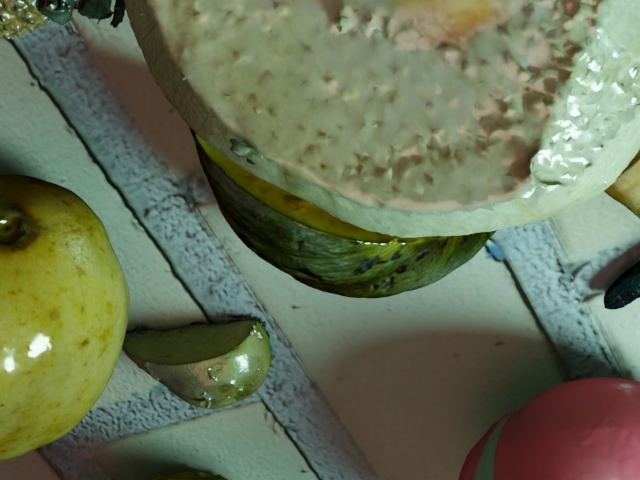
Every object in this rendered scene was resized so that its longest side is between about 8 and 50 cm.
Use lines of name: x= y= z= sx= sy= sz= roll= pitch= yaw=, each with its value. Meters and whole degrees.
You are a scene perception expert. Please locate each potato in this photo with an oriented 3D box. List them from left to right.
potato: x=-0.139 y=0.150 z=1.282 sx=0.172 sy=0.089 sz=0.100 roll=-5 pitch=126 yaw=16

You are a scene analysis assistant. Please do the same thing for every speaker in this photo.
speaker: x=0.276 y=0.283 z=1.163 sx=0.294 sy=0.294 sz=0.294 roll=7 pitch=127 yaw=9

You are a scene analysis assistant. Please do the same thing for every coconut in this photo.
coconut: x=0.090 y=-0.193 z=0.823 sx=0.405 sy=0.404 sz=0.404 roll=7 pitch=127 yaw=9

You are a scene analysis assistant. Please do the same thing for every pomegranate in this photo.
pomegranate: x=-0.327 y=0.073 z=1.157 sx=0.307 sy=0.307 sz=0.307 roll=7 pitch=127 yaw=9

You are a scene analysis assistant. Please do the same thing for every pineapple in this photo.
pineapple: x=-0.220 y=-0.230 z=1.025 sx=0.251 sy=0.125 sz=0.125 roll=-3 pitch=125 yaw=4

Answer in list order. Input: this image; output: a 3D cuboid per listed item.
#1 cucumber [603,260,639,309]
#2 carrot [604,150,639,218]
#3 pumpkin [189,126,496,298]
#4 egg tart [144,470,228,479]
cucumber: x=0.321 y=0.027 z=1.111 sx=0.032 sy=0.032 sz=0.133 roll=39 pitch=126 yaw=-15
carrot: x=0.374 y=-0.018 z=0.998 sx=0.302 sy=0.138 sz=0.139 roll=36 pitch=126 yaw=-16
pumpkin: x=0.000 y=0.000 z=1.084 sx=0.312 sy=0.169 sz=0.148 roll=22 pitch=125 yaw=-2
egg tart: x=-0.152 y=0.401 z=1.429 sx=0.339 sy=0.153 sz=0.351 roll=22 pitch=127 yaw=-3
